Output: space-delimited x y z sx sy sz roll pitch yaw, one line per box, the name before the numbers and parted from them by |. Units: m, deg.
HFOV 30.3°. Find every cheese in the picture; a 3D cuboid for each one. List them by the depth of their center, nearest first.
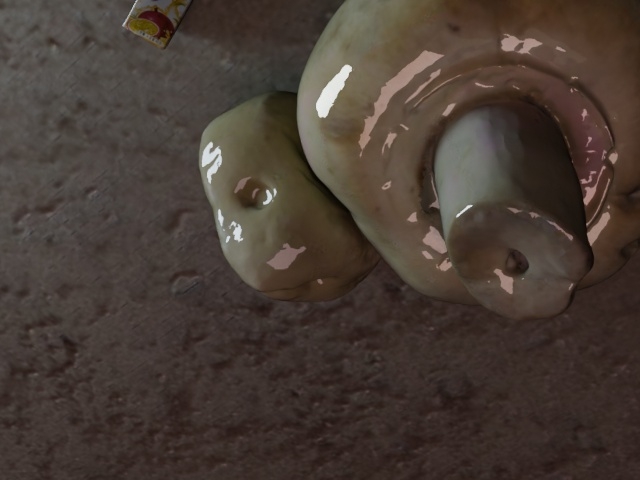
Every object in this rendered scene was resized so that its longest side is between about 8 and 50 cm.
cheese | -0.020 -0.038 1.187 0.235 0.218 0.117 37 126 -28

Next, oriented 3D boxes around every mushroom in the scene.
mushroom | 0.140 -0.086 1.065 0.325 0.353 0.353 18 132 26

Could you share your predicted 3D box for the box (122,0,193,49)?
box | -0.124 -0.275 1.135 0.050 0.041 0.207 30 127 -12
